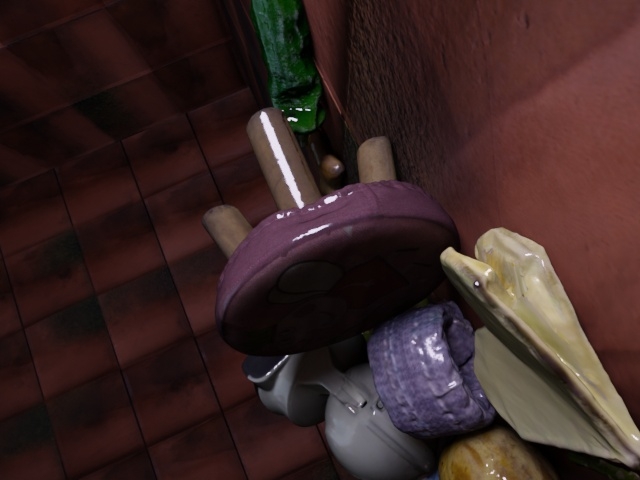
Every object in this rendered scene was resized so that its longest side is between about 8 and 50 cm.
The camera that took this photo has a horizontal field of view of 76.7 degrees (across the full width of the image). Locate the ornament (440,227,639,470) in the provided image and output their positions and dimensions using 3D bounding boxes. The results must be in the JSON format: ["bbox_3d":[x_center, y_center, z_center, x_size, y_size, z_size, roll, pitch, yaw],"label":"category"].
[{"bbox_3d":[0.173,0.101,0.321,0.201,0.059,0.180,65,177,-28],"label":"ornament"}]

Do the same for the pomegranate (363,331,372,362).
[{"bbox_3d":[0.145,0.264,0.828,0.306,0.242,0.242,-56,-42,-39],"label":"pomegranate"}]

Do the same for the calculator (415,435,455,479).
[{"bbox_3d":[0.182,0.323,0.630,0.039,0.210,0.121,35,148,14],"label":"calculator"}]

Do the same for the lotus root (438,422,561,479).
[{"bbox_3d":[0.203,0.285,0.422,0.214,0.138,0.138,-110,-2,-64],"label":"lotus root"}]

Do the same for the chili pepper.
[{"bbox_3d":[-0.053,-0.288,0.696,0.136,0.099,0.270,48,160,49],"label":"chili pepper"}]

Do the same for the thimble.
[{"bbox_3d":[0.132,0.148,0.471,0.150,0.097,0.150,38,-144,-34],"label":"thimble"}]

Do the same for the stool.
[{"bbox_3d":[0.000,0.000,0.467,0.272,0.272,0.178,72,176,-59],"label":"stool"}]

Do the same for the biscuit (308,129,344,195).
[{"bbox_3d":[0.022,-0.147,0.947,0.208,0.047,0.164,70,175,-56],"label":"biscuit"}]

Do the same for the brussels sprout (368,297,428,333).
[{"bbox_3d":[0.106,0.082,0.641,0.149,0.122,0.151,33,160,32],"label":"brussels sprout"}]

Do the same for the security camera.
[{"bbox_3d":[0.046,0.229,0.602,0.277,0.197,0.191,25,155,44],"label":"security camera"}]

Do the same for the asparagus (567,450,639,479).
[{"bbox_3d":[0.229,0.182,0.316,0.015,0.014,0.114,30,169,11],"label":"asparagus"}]
